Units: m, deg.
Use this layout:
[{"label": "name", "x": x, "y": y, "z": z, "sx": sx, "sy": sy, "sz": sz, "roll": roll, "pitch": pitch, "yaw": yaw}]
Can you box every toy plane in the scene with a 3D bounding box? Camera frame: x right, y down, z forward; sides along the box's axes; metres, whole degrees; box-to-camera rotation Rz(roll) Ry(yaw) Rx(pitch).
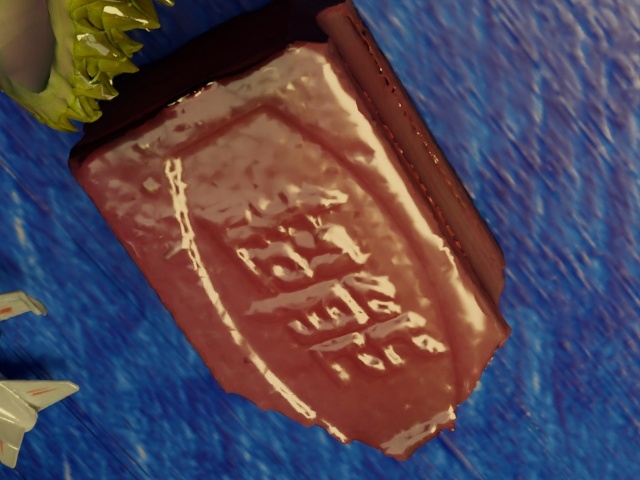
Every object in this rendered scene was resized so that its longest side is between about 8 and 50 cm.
[{"label": "toy plane", "x": -0.233, "y": 0.069, "z": 1.136, "sx": 0.171, "sy": 0.065, "sz": 0.162, "roll": 35, "pitch": 118, "yaw": -11}]

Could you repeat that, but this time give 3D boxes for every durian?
[{"label": "durian", "x": -0.147, "y": -0.199, "z": 0.929, "sx": 0.169, "sy": 0.158, "sz": 0.351, "roll": 4, "pitch": 125, "yaw": 18}]

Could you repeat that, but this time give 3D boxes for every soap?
[{"label": "soap", "x": 0.000, "y": 0.000, "z": 1.057, "sx": 0.162, "sy": 0.099, "sz": 0.250, "roll": -29, "pitch": 113, "yaw": 13}]
